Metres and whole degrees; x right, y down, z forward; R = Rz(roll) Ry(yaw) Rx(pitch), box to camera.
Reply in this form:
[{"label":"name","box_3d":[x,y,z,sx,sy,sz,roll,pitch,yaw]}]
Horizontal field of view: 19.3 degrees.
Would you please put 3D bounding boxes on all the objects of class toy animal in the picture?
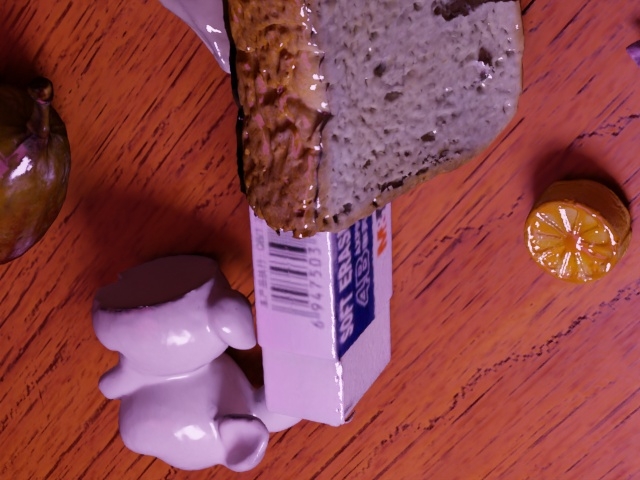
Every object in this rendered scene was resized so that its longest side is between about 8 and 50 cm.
[{"label":"toy animal","box_3d":[-0.109,0.111,1.673,0.178,0.127,0.193,-13,109,33]}]

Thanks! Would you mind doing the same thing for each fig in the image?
[{"label":"fig","box_3d":[-0.279,-0.079,1.629,0.170,0.145,0.274,50,145,-7]}]

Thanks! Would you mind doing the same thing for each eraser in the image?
[{"label":"eraser","box_3d":[0.000,0.000,1.539,0.086,0.130,0.287,10,122,21]}]

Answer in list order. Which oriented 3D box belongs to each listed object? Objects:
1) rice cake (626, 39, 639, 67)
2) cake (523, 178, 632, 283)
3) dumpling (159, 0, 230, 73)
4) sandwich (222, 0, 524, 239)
[{"label":"rice cake","box_3d":[0.320,-0.182,1.285,0.081,0.051,0.290,43,130,-1]},{"label":"cake","box_3d":[0.200,-0.008,1.469,0.084,0.044,0.084,15,127,21]},{"label":"dumpling","box_3d":[-0.054,-0.248,1.412,0.193,0.147,0.258,-20,98,-4]},{"label":"sandwich","box_3d":[0.043,-0.166,1.334,0.095,0.249,0.273,25,131,41]}]
